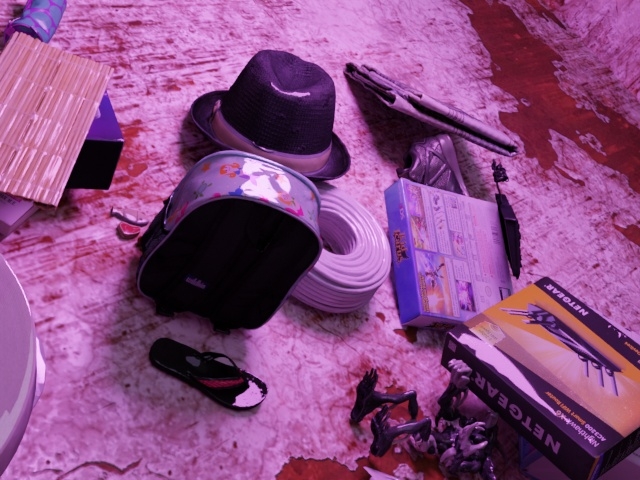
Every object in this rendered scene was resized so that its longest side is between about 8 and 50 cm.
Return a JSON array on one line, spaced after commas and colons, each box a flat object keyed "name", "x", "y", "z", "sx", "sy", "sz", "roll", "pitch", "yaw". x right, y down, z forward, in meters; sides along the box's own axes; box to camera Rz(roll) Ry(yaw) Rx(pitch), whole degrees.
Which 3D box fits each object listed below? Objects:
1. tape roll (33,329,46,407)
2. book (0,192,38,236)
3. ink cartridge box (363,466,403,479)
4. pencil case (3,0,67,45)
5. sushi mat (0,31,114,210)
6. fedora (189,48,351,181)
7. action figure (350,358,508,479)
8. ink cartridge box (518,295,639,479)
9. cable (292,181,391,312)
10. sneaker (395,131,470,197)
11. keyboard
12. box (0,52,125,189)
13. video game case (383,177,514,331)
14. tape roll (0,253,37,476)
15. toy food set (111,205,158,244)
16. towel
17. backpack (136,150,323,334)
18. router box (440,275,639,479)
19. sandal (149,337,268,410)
[{"name": "tape roll", "x": -0.427, "y": 0.146, "z": 1.039, "sx": 0.219, "sy": 0.072, "sz": 0.219, "roll": 24, "pitch": 39, "yaw": -21}, {"name": "book", "x": -0.436, "y": -0.075, "z": 1.291, "sx": 0.096, "sy": 0.035, "sz": 0.144, "roll": 33, "pitch": 38, "yaw": -2}, {"name": "ink cartridge box", "x": 0.118, "y": 0.380, "z": 1.247, "sx": 0.104, "sy": 0.061, "sz": 0.181, "roll": 25, "pitch": 1, "yaw": -21}, {"name": "pencil case", "x": -0.470, "y": -0.366, "z": 1.524, "sx": 0.070, "sy": 0.065, "sz": 0.151, "roll": 50, "pitch": 28, "yaw": -32}, {"name": "sushi mat", "x": -0.383, "y": -0.166, "z": 1.225, "sx": 0.152, "sy": 0.019, "sz": 0.316, "roll": 21, "pitch": 42, "yaw": -14}, {"name": "fedora", "x": -0.064, "y": -0.237, "z": 1.611, "sx": 0.334, "sy": 0.152, "sz": 0.334, "roll": 19, "pitch": 26, "yaw": -10}, {"name": "action figure", "x": 0.193, "y": 0.276, "z": 1.398, "sx": 0.276, "sy": 0.141, "sz": 0.164, "roll": 16, "pitch": 32, "yaw": -27}, {"name": "ink cartridge box", "x": 0.497, "y": 0.274, "z": 1.652, "sx": 0.270, "sy": 0.151, "sz": 0.395, "roll": 30, "pitch": 40, "yaw": -13}, {"name": "cable", "x": 0.000, "y": 0.000, "z": 1.545, "sx": 0.257, "sy": 0.089, "sz": 0.257, "roll": 38, "pitch": 37, "yaw": -4}, {"name": "sneaker", "x": 0.227, "y": -0.096, "z": 1.857, "sx": 0.130, "sy": 0.087, "sz": 0.227, "roll": -18, "pitch": 87, "yaw": -15}, {"name": "keyboard", "x": 0.363, "y": -0.052, "z": 1.792, "sx": 0.317, "sy": 0.033, "sz": 0.201, "roll": -59, "pitch": 138, "yaw": -77}, {"name": "box", "x": -0.431, "y": -0.171, "z": 1.296, "sx": 0.261, "sy": 0.103, "sz": 0.184, "roll": 0, "pitch": 44, "yaw": -32}, {"name": "video game case", "x": 0.241, "y": 0.038, "z": 1.694, "sx": 0.244, "sy": 0.061, "sz": 0.269, "roll": 13, "pitch": 59, "yaw": -33}, {"name": "tape roll", "x": -0.479, "y": 0.127, "z": 0.906, "sx": 0.392, "sy": 0.072, "sz": 0.391, "roll": 8, "pitch": 56, "yaw": -12}, {"name": "toy food set", "x": -0.254, "y": -0.016, "z": 1.396, "sx": 0.122, "sy": 0.019, "sz": 0.077, "roll": 12, "pitch": 45, "yaw": -33}, {"name": "towel", "x": 0.232, "y": -0.293, "z": 1.976, "sx": 0.324, "sy": 0.056, "sz": 0.312, "roll": 18, "pitch": 17, "yaw": -26}, {"name": "backpack", "x": -0.118, "y": -0.012, "z": 1.302, "sx": 0.225, "sy": 0.253, "sz": 0.191, "roll": 22, "pitch": 47, "yaw": -22}, {"name": "router box", "x": 0.385, "y": 0.212, "z": 1.464, "sx": 0.243, "sy": 0.081, "sz": 0.309, "roll": -25, "pitch": 48, "yaw": -31}, {"name": "sandal", "x": -0.149, "y": 0.181, "z": 1.272, "sx": 0.179, "sy": 0.040, "sz": 0.067, "roll": 27, "pitch": 39, "yaw": -17}]
